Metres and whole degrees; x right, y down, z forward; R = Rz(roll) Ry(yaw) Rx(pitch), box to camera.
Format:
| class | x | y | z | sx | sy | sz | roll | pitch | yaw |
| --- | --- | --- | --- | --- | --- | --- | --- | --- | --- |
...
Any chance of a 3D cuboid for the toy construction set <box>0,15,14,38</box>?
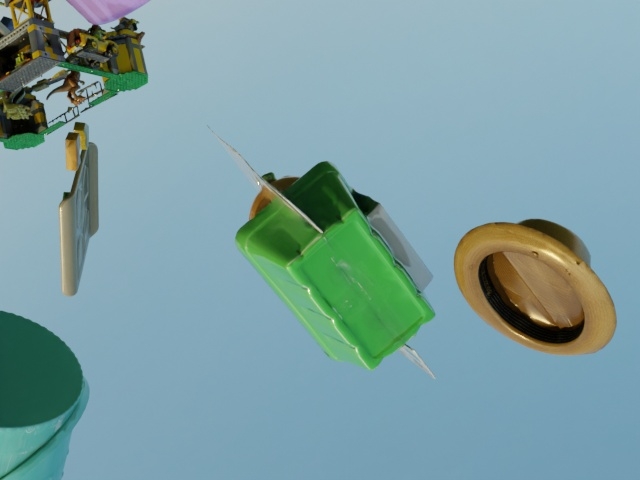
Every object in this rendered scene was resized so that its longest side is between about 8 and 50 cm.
| class | x | y | z | sx | sy | sz | roll | pitch | yaw |
| --- | --- | --- | --- | --- | --- | --- | --- | --- | --- |
| toy construction set | -0.675 | -0.369 | 1.729 | 0.309 | 0.237 | 0.257 | -42 | -106 | -10 |

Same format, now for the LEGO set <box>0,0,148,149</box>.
| class | x | y | z | sx | sy | sz | roll | pitch | yaw |
| --- | --- | --- | --- | --- | --- | --- | --- | --- | --- |
| LEGO set | -0.407 | -0.271 | 1.439 | 0.331 | 0.192 | 0.255 | -24 | 164 | 39 |

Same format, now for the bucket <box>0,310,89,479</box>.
| class | x | y | z | sx | sy | sz | roll | pitch | yaw |
| --- | --- | --- | --- | --- | --- | --- | --- | --- | --- |
| bucket | -0.448 | 0.231 | 1.388 | 0.281 | 0.183 | 0.281 | 19 | -153 | -10 |

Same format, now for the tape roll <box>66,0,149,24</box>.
| class | x | y | z | sx | sy | sz | roll | pitch | yaw |
| --- | --- | --- | --- | --- | --- | --- | --- | --- | --- |
| tape roll | -0.199 | -0.376 | 1.204 | 0.275 | 0.090 | 0.274 | -30 | -144 | 25 |

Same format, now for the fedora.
| class | x | y | z | sx | sy | sz | roll | pitch | yaw |
| --- | --- | --- | --- | --- | --- | --- | --- | --- | --- |
| fedora | 0.240 | 0.039 | 1.143 | 0.194 | 0.194 | 0.079 | 2 | -138 | 41 |

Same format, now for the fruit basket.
| class | x | y | z | sx | sy | sz | roll | pitch | yaw |
| --- | --- | --- | --- | --- | --- | --- | --- | --- | --- |
| fruit basket | 0.000 | 0.000 | 1.364 | 0.165 | 0.327 | 0.353 | -38 | -154 | 1 |

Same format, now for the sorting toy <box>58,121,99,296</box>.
| class | x | y | z | sx | sy | sz | roll | pitch | yaw |
| --- | --- | --- | --- | --- | --- | --- | --- | --- | --- |
| sorting toy | -0.445 | -0.082 | 1.925 | 0.041 | 0.307 | 0.229 | 5 | -148 | -2 |
